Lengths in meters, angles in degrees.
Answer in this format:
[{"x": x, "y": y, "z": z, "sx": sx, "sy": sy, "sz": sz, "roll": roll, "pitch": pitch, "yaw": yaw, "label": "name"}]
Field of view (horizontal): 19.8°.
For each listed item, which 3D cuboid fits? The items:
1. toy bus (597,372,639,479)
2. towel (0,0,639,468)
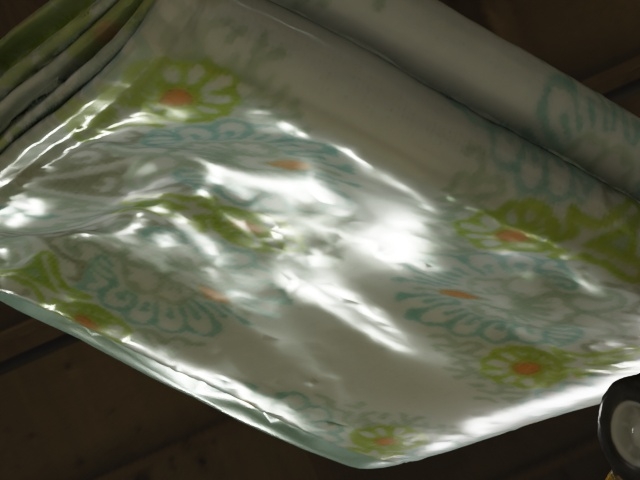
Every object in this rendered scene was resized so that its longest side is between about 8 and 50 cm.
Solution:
[{"x": 0.173, "y": 0.192, "z": 0.800, "sx": 0.108, "sy": 0.130, "sz": 0.332, "roll": -7, "pitch": -59, "yaw": -35, "label": "toy bus"}, {"x": 0.000, "y": 0.000, "z": 0.863, "sx": 0.374, "sy": 0.320, "sz": 0.090, "roll": 25, "pitch": -118, "yaw": -29, "label": "towel"}]
